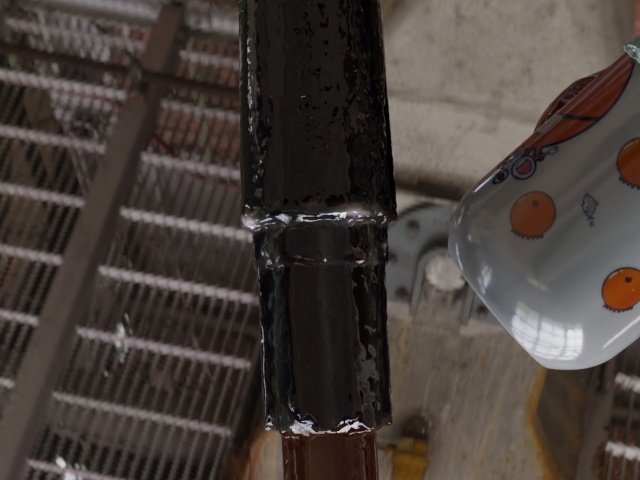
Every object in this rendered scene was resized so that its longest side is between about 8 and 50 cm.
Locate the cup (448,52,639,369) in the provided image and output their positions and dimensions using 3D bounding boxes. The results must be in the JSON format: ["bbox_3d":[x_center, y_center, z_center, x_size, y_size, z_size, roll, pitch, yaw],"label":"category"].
[{"bbox_3d":[0.283,-0.037,1.173,0.317,0.212,0.212,-41,-115,9],"label":"cup"}]

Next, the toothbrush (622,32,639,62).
[{"bbox_3d":[0.297,-0.104,0.944,0.027,0.021,0.269,-33,-148,-2],"label":"toothbrush"}]

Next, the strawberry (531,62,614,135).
[{"bbox_3d":[0.402,-0.102,1.553,0.317,0.345,0.295,-19,-108,-21],"label":"strawberry"}]

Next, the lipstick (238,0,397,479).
[{"bbox_3d":[0.000,0.000,0.647,0.081,0.081,0.300,-2,-97,-1],"label":"lipstick"}]
